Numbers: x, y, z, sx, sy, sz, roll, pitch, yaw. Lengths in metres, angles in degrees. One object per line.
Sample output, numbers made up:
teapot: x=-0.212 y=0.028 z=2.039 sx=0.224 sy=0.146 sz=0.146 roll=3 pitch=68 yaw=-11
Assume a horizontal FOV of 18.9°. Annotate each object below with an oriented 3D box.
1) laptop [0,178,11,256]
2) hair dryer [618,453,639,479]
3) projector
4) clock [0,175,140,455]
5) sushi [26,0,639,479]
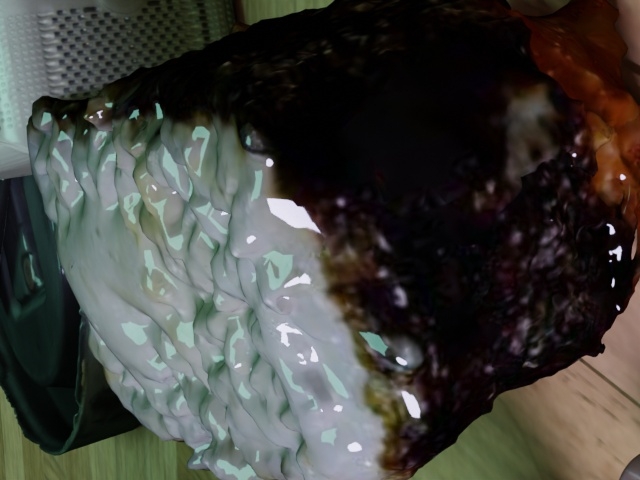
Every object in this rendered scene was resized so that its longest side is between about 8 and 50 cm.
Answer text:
laptop: x=-0.252 y=-0.043 z=1.401 sx=0.129 sy=0.016 sz=0.180 roll=63 pitch=150 yaw=34
hair dryer: x=0.145 y=0.135 z=0.704 sx=0.063 sy=0.037 sz=0.114 roll=22 pitch=127 yaw=65
projector: x=-0.160 y=-0.130 z=1.127 sx=0.242 sy=0.163 sz=0.177 roll=-9 pitch=90 yaw=64
clock: x=-0.196 y=-0.010 z=1.388 sx=0.325 sy=0.067 sz=0.325 roll=170 pitch=90 yaw=-67
sushi: x=0.000 y=0.000 z=0.804 sx=0.343 sy=0.182 sz=0.196 roll=0 pitch=105 yaw=67
